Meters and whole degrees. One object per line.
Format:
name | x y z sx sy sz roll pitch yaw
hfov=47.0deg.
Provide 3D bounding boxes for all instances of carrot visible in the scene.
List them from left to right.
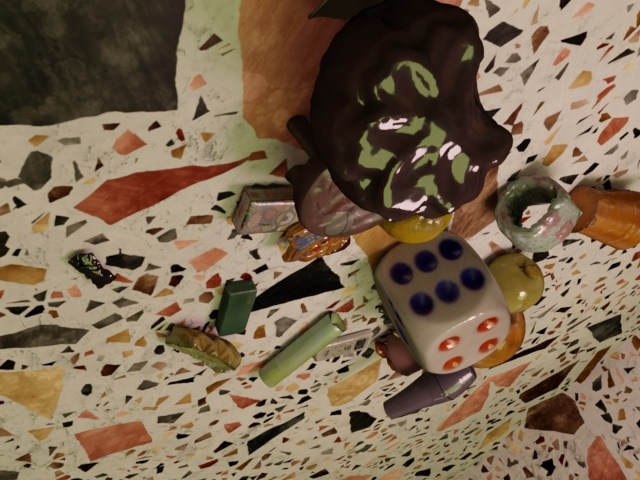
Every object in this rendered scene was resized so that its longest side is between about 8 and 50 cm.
carrot | 0.849 -0.084 2.217 0.254 0.196 0.196 13 129 -30

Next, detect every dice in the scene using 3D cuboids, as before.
dice | 0.334 0.172 2.043 0.277 0.304 0.304 -25 146 -4

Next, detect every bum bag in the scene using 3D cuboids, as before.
bum bag | -0.487 0.064 1.578 0.058 0.034 0.124 -21 146 5

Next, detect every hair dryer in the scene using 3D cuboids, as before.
hair dryer | 0.269 0.355 2.251 0.301 0.361 0.121 -31 -177 17

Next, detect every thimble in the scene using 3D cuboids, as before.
thimble | 0.591 -0.074 1.999 0.211 0.185 0.149 -17 151 29

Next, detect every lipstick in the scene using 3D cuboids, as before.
lipstick | -0.055 0.324 2.177 0.304 0.076 0.076 -40 144 17

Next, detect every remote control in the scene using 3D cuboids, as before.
remote control | 0.072 0.330 2.312 0.190 0.029 0.087 -11 142 -23

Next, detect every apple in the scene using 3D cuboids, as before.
apple | 0.548 0.298 2.442 0.242 0.242 0.241 2 146 -36
apple | 0.593 0.135 2.286 0.200 0.200 0.200 -18 144 -14

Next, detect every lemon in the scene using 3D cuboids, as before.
lemon | 0.213 -0.091 1.708 0.192 0.231 0.192 -5 107 -18

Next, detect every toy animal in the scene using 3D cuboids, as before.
toy animal | 0.325 0.326 2.360 0.281 0.169 0.195 -34 123 8

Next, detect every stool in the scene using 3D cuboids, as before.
stool | 0.051 -0.152 1.541 0.272 0.178 0.272 -18 144 -14

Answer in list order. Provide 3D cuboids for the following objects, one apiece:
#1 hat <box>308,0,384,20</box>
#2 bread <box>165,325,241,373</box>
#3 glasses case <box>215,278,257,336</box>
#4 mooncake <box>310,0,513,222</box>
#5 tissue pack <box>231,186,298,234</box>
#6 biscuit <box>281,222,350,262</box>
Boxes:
hat | 0.076 -0.477 1.239 0.245 0.149 0.214 -11 -177 40
bread | -0.304 0.283 1.941 0.128 0.088 0.232 -4 153 32
glasses case | -0.220 0.176 1.901 0.078 0.039 0.184 -8 141 -27
mooncake | 0.160 -0.215 1.300 0.351 0.212 0.381 -39 123 -3
tissue pack | -0.113 -0.067 1.643 0.148 0.060 0.108 -4 138 -32
biscuit | 0.000 0.000 1.781 0.183 0.043 0.280 -38 155 17
